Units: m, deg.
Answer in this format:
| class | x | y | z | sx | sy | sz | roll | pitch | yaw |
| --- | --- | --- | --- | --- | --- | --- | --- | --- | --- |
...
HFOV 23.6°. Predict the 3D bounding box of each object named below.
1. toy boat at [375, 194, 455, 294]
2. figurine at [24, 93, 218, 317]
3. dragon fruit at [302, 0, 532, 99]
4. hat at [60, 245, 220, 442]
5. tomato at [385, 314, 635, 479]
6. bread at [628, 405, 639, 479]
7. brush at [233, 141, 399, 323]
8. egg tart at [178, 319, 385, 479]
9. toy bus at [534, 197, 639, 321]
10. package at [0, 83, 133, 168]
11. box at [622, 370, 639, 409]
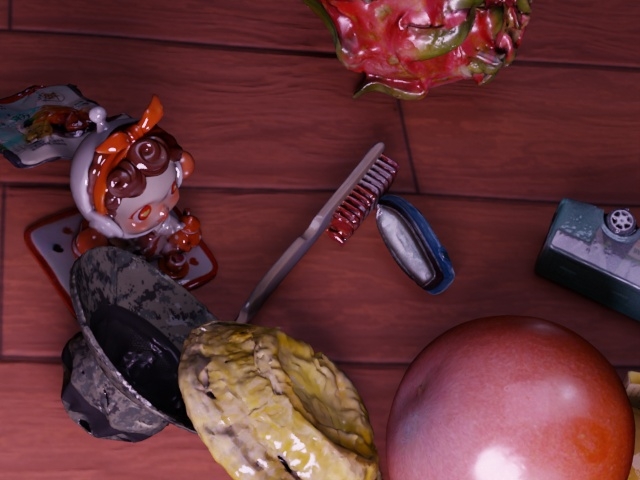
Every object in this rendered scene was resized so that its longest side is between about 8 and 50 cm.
| class | x | y | z | sx | sy | sz | roll | pitch | yaw |
| --- | --- | --- | --- | --- | --- | --- | --- | --- | --- |
| toy boat | 0.109 | 0.001 | 1.799 | 0.137 | 0.060 | 0.061 | 53 | 24 | 17 |
| figurine | -0.206 | -0.057 | 1.657 | 0.183 | 0.226 | 0.160 | -23 | 58 | -29 |
| dragon fruit | 0.118 | -0.312 | 1.948 | 0.303 | 0.237 | 0.231 | 27 | 45 | -2 |
| hat | -0.193 | 0.133 | 1.558 | 0.265 | 0.128 | 0.265 | 41 | 23 | -22 |
| tomato | 0.184 | 0.198 | 1.523 | 0.224 | 0.256 | 0.256 | 29 | 46 | -21 |
| bread | 0.358 | 0.254 | 1.624 | 0.217 | 0.098 | 0.147 | 31 | 47 | 11 |
| brush | 0.000 | 0.000 | 1.773 | 0.050 | 0.060 | 0.321 | 38 | 51 | 4 |
| egg tart | -0.024 | 0.175 | 1.521 | 0.279 | 0.095 | 0.279 | 41 | 21 | -20 |
| toy bus | 0.388 | 0.042 | 1.818 | 0.262 | 0.091 | 0.109 | 25 | 60 | 9 |
| package | -0.319 | -0.138 | 1.763 | 0.166 | 0.040 | 0.232 | -17 | 30 | -28 |
| box | 0.402 | 0.184 | 1.707 | 0.149 | 0.073 | 0.020 | 10 | 50 | -5 |
